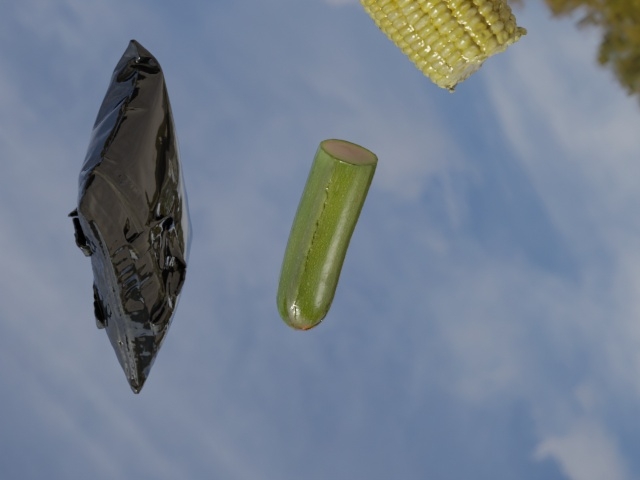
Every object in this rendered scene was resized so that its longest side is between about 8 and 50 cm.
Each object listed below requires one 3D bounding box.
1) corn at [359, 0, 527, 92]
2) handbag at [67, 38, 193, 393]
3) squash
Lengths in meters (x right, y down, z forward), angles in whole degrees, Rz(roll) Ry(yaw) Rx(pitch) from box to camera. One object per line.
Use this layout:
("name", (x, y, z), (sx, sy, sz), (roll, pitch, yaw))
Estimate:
("corn", (0.042, -0.160, 0.944), (0.165, 0.085, 0.063), (55, -137, 0))
("handbag", (-0.165, -0.016, 1.567), (0.254, 0.089, 0.211), (81, -166, -49))
("squash", (0.000, 0.000, 0.737), (0.027, 0.083, 0.027), (16, -158, -7))
